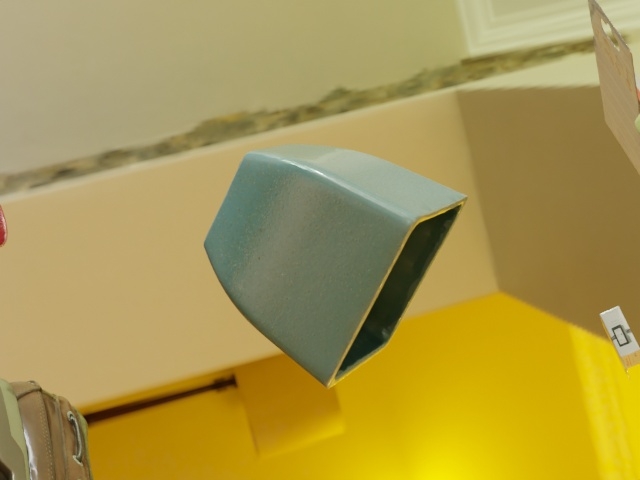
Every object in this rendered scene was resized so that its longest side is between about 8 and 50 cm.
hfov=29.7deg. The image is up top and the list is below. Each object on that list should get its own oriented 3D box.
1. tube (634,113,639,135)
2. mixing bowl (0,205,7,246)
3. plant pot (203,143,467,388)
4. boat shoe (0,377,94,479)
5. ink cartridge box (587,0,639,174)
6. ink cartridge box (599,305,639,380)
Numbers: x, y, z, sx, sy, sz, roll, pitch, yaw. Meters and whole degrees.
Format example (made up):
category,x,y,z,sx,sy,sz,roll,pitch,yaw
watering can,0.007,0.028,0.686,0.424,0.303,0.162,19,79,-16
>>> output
category,x,y,z,sx,sy,sz,roll,pitch,yaw
tube,0.338,-0.164,0.930,0.240,0.062,0.070,-56,-146,35
mixing bowl,-0.456,-0.045,1.397,0.181,0.098,0.181,58,6,-10
plant pot,0.000,0.000,1.567,0.247,0.252,0.247,-64,165,18
boat shoe,-0.186,0.227,0.830,0.111,0.104,0.307,-41,-131,32
ink cartridge box,0.410,-0.203,1.572,0.181,0.056,0.224,-104,177,-51
ink cartridge box,0.388,0.132,1.539,0.048,0.028,0.083,52,16,-59
